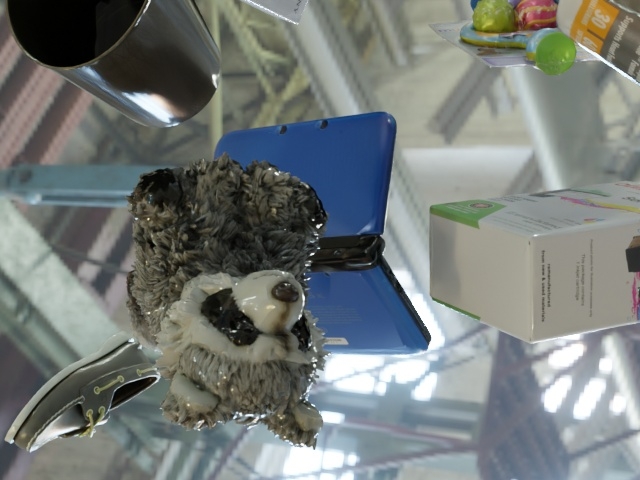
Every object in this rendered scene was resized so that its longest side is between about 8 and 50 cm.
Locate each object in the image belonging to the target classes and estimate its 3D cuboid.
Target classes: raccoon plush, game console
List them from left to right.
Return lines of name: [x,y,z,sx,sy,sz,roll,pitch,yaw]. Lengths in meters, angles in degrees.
raccoon plush: [-0.100,0.121,1.427,0.446,0.216,0.299,105,164,-61]
game console: [0.000,0.000,1.656,0.250,0.293,0.173,57,-131,-31]

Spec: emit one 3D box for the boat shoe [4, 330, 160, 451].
boat shoe: [-0.341,0.230,1.951,0.109,0.091,0.305,-52,-7,31]

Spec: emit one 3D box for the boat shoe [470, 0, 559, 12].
boat shoe: [0.316,-0.335,1.681,0.089,0.258,0.109,47,-161,-55]

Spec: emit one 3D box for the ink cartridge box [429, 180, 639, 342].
ink cartridge box: [0.287,0.015,1.461,0.278,0.201,0.117,-8,-76,-25]

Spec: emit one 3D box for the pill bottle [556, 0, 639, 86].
pill bottle: [0.354,-0.173,1.129,0.162,0.278,0.162,-48,-15,-18]

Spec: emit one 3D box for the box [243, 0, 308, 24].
box: [-0.088,-0.431,1.718,0.322,0.058,0.232,13,-78,-58]

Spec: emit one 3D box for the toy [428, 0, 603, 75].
toy: [0.208,-0.228,1.394,0.237,0.137,0.056,-115,23,-65]

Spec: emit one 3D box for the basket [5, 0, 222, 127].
basket: [-0.195,-0.215,1.352,0.227,0.154,0.204,52,-139,-65]

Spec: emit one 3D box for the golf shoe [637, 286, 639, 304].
golf shoe: [0.260,0.072,0.873,0.094,0.077,0.198,44,-139,-44]
